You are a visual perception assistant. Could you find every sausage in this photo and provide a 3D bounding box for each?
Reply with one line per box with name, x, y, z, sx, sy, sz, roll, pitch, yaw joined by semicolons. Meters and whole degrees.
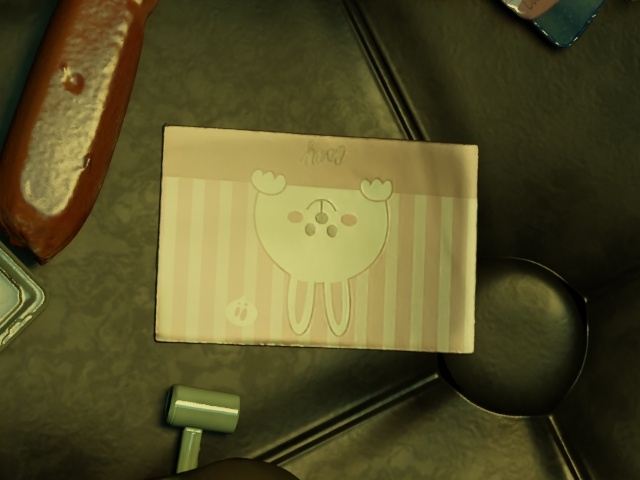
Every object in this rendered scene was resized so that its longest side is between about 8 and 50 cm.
sausage;-0.207;-0.150;1.713;0.094;0.097;0.348;20;78;-17

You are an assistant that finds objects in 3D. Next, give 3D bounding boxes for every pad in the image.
pad;0.000;0.000;1.788;0.300;0.005;0.202;4;82;-12

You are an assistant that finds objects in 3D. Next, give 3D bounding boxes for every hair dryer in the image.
hair dryer;-0.111;0.192;1.726;0.063;0.038;0.124;10;87;-11

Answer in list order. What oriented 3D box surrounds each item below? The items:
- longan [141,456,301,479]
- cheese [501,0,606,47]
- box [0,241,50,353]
longan;-0.092;0.280;1.641;0.212;0.198;0.198;-7;85;-15
cheese;0.149;-0.299;1.825;0.286;0.074;0.189;38;77;-9
box;-0.303;0.040;1.686;0.122;0.062;0.089;45;76;-3
